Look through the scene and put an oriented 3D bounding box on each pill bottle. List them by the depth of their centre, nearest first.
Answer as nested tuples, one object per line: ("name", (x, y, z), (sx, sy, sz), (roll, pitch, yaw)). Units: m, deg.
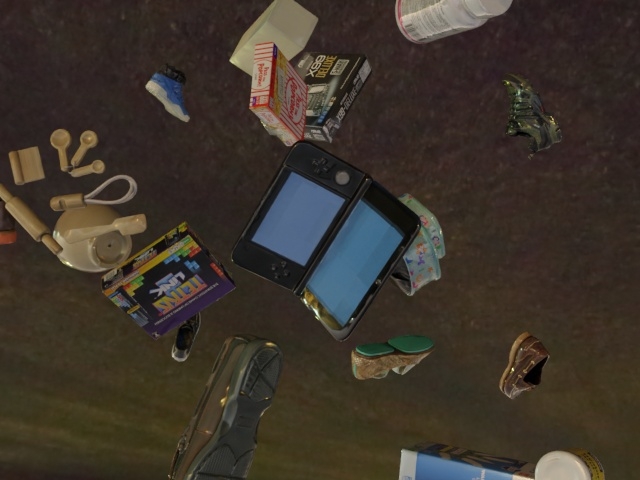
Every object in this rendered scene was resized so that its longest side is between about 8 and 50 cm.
("pill bottle", (0.315, 0.293, 0.805), (0.065, 0.065, 0.116), (-10, 163, 32))
("pill bottle", (0.334, -0.603, 1.627), (0.160, 0.160, 0.283), (24, 171, -31))

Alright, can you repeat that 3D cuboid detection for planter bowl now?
("planter bowl", (-0.483, 0.001, 1.412), (0.109, 0.162, 0.162), (20, 167, 40))

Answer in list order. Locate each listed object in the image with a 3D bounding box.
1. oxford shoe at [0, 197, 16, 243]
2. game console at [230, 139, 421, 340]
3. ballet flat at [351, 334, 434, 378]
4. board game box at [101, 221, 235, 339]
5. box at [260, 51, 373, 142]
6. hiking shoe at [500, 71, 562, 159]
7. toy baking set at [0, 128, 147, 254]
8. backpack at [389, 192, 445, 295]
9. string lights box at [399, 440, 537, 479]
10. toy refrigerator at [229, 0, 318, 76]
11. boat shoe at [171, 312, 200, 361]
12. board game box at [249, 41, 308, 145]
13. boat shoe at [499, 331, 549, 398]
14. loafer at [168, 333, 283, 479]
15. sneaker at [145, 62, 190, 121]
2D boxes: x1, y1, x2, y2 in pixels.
("oxford shoe", (-0.728, -0.072, 1.372), (0.271, 0.098, 0.097), (18, -164, 33))
("game console", (0.000, 0.000, 1.234), (0.250, 0.173, 0.293), (26, 106, -18))
("ballet flat", (0.138, 0.230, 1.256), (0.206, 0.067, 0.073), (-1, -161, -36))
("board game box", (-0.252, 0.070, 1.078), (0.170, 0.048, 0.141), (-34, 126, 3))
("box", (-0.010, -0.453, 2.014), (0.243, 0.307, 0.076), (14, 154, 34))
("hiking shoe", (0.503, -0.318, 1.618), (0.114, 0.226, 0.086), (-33, 161, 11))
("toy baking set", (-0.424, -0.078, 1.091), (0.256, 0.197, 0.030), (49, 177, 7))
("backpack", (0.222, 0.012, 1.716), (0.191, 0.253, 0.225), (-24, 129, -9))
("string lights box", (0.300, 0.461, 1.256), (0.260, 0.076, 0.133), (3, 174, 30))
("toy refrigerator", (-0.115, -0.477, 1.533), (0.102, 0.094, 0.269), (30, 164, -20))
("boat shoe", (-0.288, 0.194, 1.398), (0.049, 0.142, 0.040), (14, 138, -10))
("board game box", (-0.086, -0.308, 1.381), (0.045, 0.146, 0.193), (-2, 165, 20))
("boat shoe", (0.438, 0.285, 1.382), (0.073, 0.073, 0.207), (-30, 141, -21))
("loafer", (-0.134, 0.250, 0.846), (0.084, 0.267, 0.096), (11, 160, 43))
("sneaker", (-0.323, -0.336, 1.454), (0.058, 0.084, 0.152), (27, 170, 30))
